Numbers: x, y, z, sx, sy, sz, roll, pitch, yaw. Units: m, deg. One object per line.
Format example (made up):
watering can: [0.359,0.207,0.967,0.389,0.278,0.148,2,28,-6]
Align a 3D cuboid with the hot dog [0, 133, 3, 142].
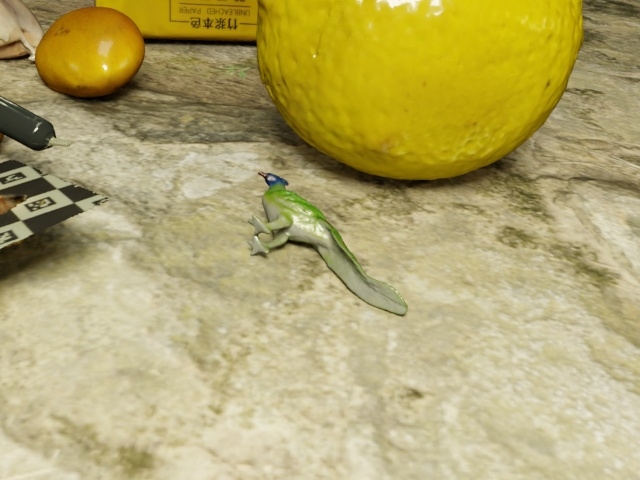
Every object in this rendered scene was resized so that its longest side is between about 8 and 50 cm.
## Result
hot dog: [-0.375,-0.119,0.761,0.089,0.060,0.140,0,38,-14]

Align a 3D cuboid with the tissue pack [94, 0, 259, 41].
tissue pack: [-0.205,-0.476,1.267,0.381,0.228,0.293,-2,30,-17]

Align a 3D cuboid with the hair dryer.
hair dryer: [-0.322,-0.140,0.701,0.219,0.072,0.124,28,40,15]

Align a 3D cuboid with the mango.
mango: [-0.302,-0.249,0.963,0.141,0.102,0.217,-14,31,-20]

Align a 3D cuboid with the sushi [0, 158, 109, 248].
sushi: [-0.286,0.006,0.545,0.192,0.040,0.210,19,37,42]

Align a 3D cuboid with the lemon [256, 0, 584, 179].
lemon: [0.098,-0.216,0.760,0.335,0.336,0.336,4,28,-2]

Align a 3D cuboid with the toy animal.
toy animal: [-0.015,0.002,0.619,0.075,0.041,0.217,-10,36,-29]

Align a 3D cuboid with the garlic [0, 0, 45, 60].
garlic: [-0.515,-0.319,1.053,0.227,0.110,0.217,1,25,-8]
